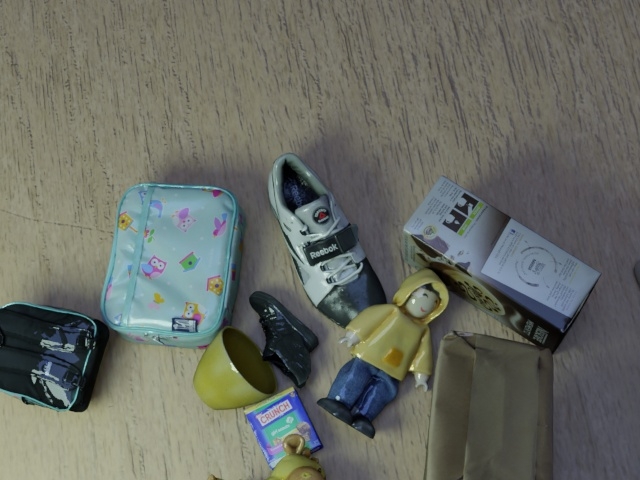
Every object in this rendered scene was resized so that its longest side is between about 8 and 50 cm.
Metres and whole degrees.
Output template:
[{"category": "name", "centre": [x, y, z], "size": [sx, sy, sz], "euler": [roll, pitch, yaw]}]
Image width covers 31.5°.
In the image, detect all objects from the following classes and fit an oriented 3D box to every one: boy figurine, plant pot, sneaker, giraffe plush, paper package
[{"category": "boy figurine", "centre": [0.118, 0.176, 1.827], "size": [0.177, 0.092, 0.285], "euler": [38, 82, -19]}, {"category": "plant pot", "centre": [-0.149, 0.220, 1.837], "size": [0.095, 0.134, 0.134], "euler": [-38, 71, 15]}, {"category": "sneaker", "centre": [0.000, 0.000, 1.883], "size": [0.122, 0.146, 0.330], "euler": [-30, 74, -7]}, {"category": "giraffe plush", "centre": [-0.055, 0.401, 1.736], "size": [0.170, 0.181, 0.210], "euler": [-31, 42, -20]}, {"category": "sneaker", "centre": [-0.071, 0.162, 1.871], "size": [0.170, 0.051, 0.089], "euler": [38, 60, 12]}, {"category": "paper package", "centre": [0.226, 0.353, 1.603], "size": [0.168, 0.324, 0.309], "euler": [7, 41, 6]}]

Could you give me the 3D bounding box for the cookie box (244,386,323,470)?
[{"category": "cookie box", "centre": [-0.060, 0.305, 1.836], "size": [0.092, 0.040, 0.107], "euler": [-27, 71, -3]}]

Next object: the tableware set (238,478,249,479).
[{"category": "tableware set", "centre": [-0.090, 0.456, 1.799], "size": [0.104, 0.024, 0.154], "euler": [5, 71, 3]}]

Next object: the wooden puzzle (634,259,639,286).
[{"category": "wooden puzzle", "centre": [0.663, 0.099, 1.853], "size": [0.239, 0.044, 0.221], "euler": [-20, 71, 2]}]

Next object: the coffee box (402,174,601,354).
[{"category": "coffee box", "centre": [0.286, 0.043, 1.832], "size": [0.297, 0.168, 0.119], "euler": [33, 77, 15]}]

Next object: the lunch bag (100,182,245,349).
[{"category": "lunch bag", "centre": [-0.249, 0.044, 1.904], "size": [0.224, 0.108, 0.279], "euler": [5, 72, 6]}]

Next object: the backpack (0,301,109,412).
[{"category": "backpack", "centre": [-0.451, 0.186, 1.851], "size": [0.188, 0.144, 0.165], "euler": [13, 82, 4]}]
